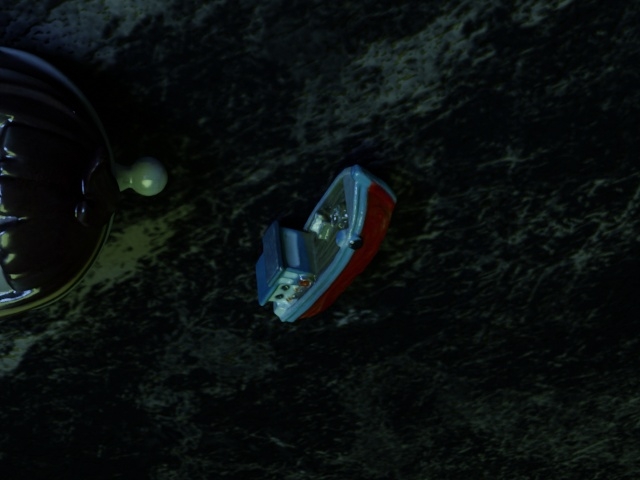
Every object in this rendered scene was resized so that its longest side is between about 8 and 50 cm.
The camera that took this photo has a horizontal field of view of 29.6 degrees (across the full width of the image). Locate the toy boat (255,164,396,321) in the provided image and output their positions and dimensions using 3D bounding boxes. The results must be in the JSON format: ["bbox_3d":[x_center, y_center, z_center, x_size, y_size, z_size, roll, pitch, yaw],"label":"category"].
[{"bbox_3d":[0.000,0.000,0.920,0.059,0.069,0.173,13,141,-25],"label":"toy boat"}]

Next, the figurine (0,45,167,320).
[{"bbox_3d":[-0.296,-0.041,0.816,0.370,0.167,0.281,3,108,9],"label":"figurine"}]
